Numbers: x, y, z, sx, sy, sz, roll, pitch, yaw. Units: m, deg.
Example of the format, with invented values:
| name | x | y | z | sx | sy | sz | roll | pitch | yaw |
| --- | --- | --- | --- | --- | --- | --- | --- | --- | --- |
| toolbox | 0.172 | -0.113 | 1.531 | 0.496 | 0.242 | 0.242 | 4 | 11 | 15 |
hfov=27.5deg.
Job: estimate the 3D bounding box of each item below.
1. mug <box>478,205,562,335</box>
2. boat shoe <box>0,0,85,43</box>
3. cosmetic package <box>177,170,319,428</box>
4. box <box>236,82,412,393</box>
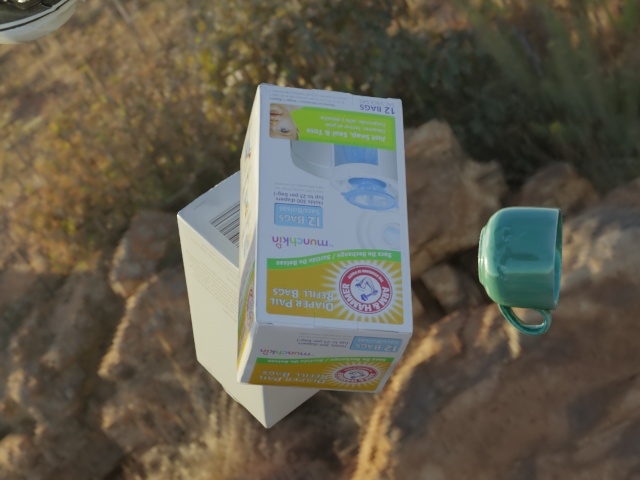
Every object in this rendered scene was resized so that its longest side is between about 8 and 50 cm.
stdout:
| name | x | y | z | sx | sy | sz | roll | pitch | yaw |
| --- | --- | --- | --- | --- | --- | --- | --- | --- | --- |
| mug | 0.253 | 0.034 | 1.661 | 0.097 | 0.129 | 0.158 | 3 | 77 | 14 |
| boat shoe | -0.260 | -0.279 | 1.213 | 0.335 | 0.119 | 0.121 | -17 | 71 | 41 |
| cosmetic package | -0.060 | 0.060 | 1.224 | 0.085 | 0.231 | 0.117 | -35 | 59 | -24 |
| box | 0.000 | 0.000 | 0.965 | 0.114 | 0.103 | 0.203 | 6 | 59 | -9 |
